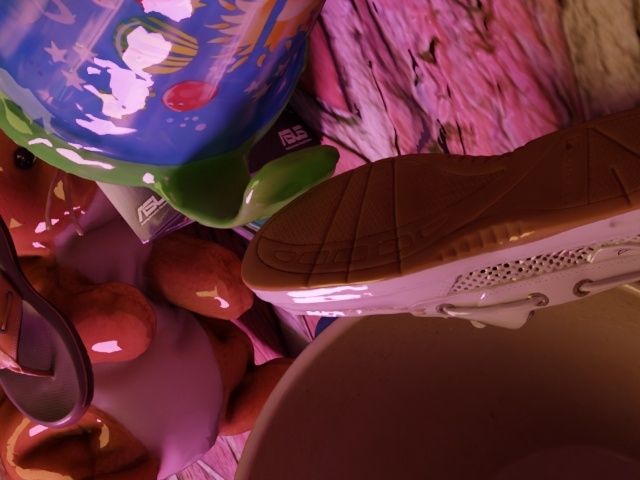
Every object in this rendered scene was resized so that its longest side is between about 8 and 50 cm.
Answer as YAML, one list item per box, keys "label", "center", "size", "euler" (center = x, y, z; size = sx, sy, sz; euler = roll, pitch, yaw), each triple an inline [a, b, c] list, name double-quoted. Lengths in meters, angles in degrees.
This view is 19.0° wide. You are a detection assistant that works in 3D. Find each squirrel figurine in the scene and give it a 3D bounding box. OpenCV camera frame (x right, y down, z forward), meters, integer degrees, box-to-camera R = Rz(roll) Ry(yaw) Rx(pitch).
- label: "squirrel figurine"
  center: [-0.238, 0.030, 1.719]
  size: [0.397, 0.281, 0.370]
  euler: [6, 123, 57]

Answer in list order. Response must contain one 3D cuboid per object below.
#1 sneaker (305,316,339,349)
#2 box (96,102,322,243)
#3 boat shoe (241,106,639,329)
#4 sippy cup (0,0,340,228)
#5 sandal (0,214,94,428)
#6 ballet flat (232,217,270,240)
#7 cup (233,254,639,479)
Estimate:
- label: "sneaker"
  center: [0.041, 0.106, 1.445]
  size: [0.131, 0.112, 0.296]
  euler: [52, 160, 5]
- label: "box"
  center: [-0.109, -0.104, 1.311]
  size: [0.183, 0.056, 0.231]
  euler: [53, -158, 4]
- label: "boat shoe"
  center: [0.091, 0.009, 1.032]
  size: [0.277, 0.098, 0.096]
  euler: [-10, 134, 27]
- label: "sippy cup"
  center: [-0.086, -0.177, 1.117]
  size: [0.305, 0.240, 0.224]
  euler: [35, 151, -6]
- label: "sandal"
  center: [-0.260, 0.057, 1.538]
  size: [0.090, 0.060, 0.219]
  euler: [-35, 78, 32]
- label: "ballet flat"
  center: [0.000, 0.000, 1.439]
  size: [0.203, 0.074, 0.074]
  euler: [34, 154, 29]
- label: "cup"
  center: [0.135, 0.193, 1.152]
  size: [0.331, 0.331, 0.237]
  euler: [45, -177, 21]
